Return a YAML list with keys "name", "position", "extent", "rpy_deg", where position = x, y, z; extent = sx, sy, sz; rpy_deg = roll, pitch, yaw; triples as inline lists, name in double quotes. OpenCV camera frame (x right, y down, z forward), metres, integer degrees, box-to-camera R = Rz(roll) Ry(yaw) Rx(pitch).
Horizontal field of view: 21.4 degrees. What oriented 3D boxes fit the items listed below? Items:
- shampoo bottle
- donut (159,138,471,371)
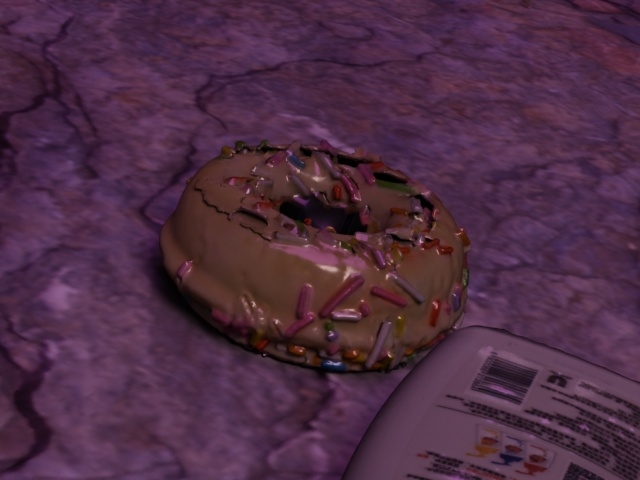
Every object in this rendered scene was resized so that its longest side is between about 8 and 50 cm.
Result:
- name: "shampoo bottle"
  position: [0.068, 0.134, 0.675]
  extent: [0.153, 0.071, 0.284]
  rpy_deg: [23, 31, 14]
- name: "donut"
  position: [0.000, 0.000, 0.902]
  extent: [0.175, 0.068, 0.174]
  rpy_deg: [9, 27, -5]
